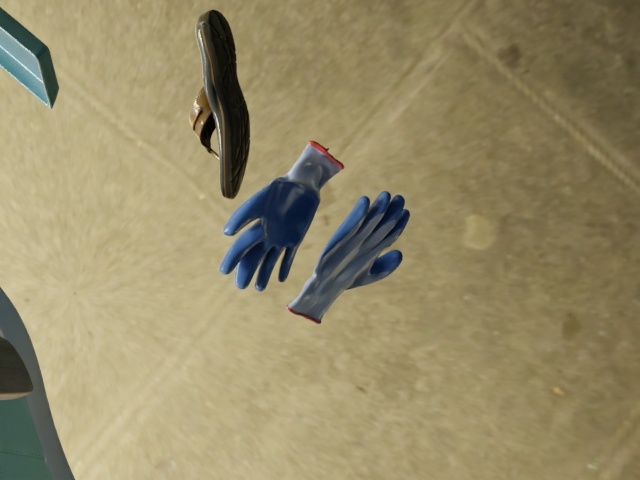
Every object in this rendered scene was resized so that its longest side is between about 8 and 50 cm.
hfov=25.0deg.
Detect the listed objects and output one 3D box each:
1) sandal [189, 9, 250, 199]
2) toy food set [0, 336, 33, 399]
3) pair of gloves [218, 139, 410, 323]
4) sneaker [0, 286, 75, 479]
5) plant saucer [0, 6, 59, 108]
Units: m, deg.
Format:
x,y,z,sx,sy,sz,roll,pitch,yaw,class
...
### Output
x,y,z,sx,sy,sz,roll,pitch,yaw,class
-0.126,-0.156,1.683,0.060,0.090,0.219,-6,108,16,sandal
-0.182,-0.033,0.428,0.071,0.128,0.217,-26,86,13,toy food set
0.000,0.000,1.386,0.198,0.023,0.159,32,99,-39,pair of gloves
-0.227,0.113,0.792,0.151,0.094,0.255,-28,94,-50,sneaker
-0.265,-0.174,1.083,0.192,0.067,0.018,38,68,18,plant saucer
